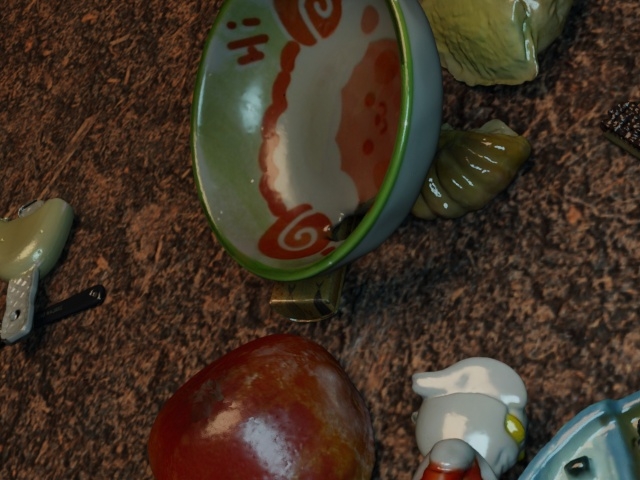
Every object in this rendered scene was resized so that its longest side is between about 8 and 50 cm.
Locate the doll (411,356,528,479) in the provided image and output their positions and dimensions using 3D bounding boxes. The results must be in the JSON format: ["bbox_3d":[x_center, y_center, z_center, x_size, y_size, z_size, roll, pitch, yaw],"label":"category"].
[{"bbox_3d":[0.087,0.236,1.041,0.099,0.188,0.384,8,46,11],"label":"doll"}]

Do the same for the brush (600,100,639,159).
[{"bbox_3d":[0.318,-0.059,1.184,0.043,0.036,0.248,-49,39,4],"label":"brush"}]

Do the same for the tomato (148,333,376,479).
[{"bbox_3d":[-0.066,0.172,1.253,0.200,0.139,0.233,-30,41,9],"label":"tomato"}]

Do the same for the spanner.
[{"bbox_3d":[-0.333,0.095,1.658,0.208,0.012,0.046,-21,46,27],"label":"spanner"}]

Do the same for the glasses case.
[{"bbox_3d":[0.000,0.000,1.416,0.064,0.041,0.170,-4,54,23],"label":"glasses case"}]

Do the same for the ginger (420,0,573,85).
[{"bbox_3d":[0.177,-0.236,1.429,0.122,0.115,0.193,-37,27,-23],"label":"ginger"}]

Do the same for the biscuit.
[{"bbox_3d":[0.113,-0.079,1.367,0.183,0.061,0.118,15,70,47],"label":"biscuit"}]

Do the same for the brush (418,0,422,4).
[{"bbox_3d":[0.160,-0.310,1.519,0.313,0.072,0.067,-18,33,30],"label":"brush"}]

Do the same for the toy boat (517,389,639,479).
[{"bbox_3d":[0.278,0.140,0.975,0.332,0.133,0.145,-28,44,23],"label":"toy boat"}]

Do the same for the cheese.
[{"bbox_3d":[-0.357,0.033,1.697,0.127,0.050,0.235,-24,40,20],"label":"cheese"}]

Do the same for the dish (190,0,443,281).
[{"bbox_3d":[0.017,-0.120,1.348,0.324,0.124,0.324,-6,82,50],"label":"dish"}]
